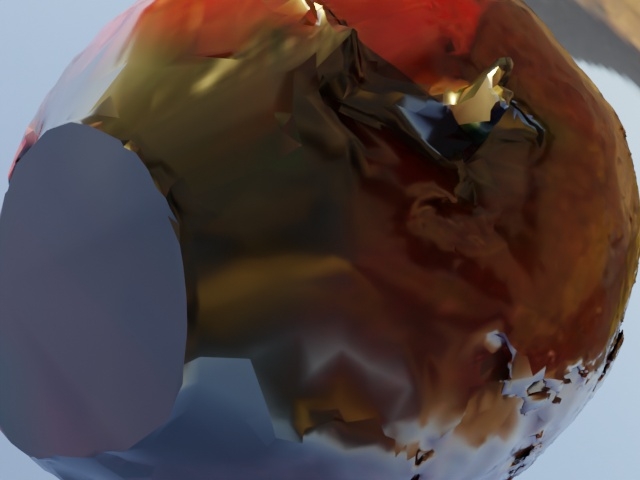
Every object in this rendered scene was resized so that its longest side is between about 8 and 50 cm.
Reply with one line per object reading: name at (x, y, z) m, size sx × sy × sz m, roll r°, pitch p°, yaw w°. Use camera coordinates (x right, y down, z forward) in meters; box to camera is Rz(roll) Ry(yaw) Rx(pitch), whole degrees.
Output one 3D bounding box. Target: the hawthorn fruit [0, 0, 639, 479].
hawthorn fruit at (-0.010, 0.006, 0.688) m, size 0.316 × 0.316 × 0.316 m, roll 39°, pitch -161°, yaw -16°
